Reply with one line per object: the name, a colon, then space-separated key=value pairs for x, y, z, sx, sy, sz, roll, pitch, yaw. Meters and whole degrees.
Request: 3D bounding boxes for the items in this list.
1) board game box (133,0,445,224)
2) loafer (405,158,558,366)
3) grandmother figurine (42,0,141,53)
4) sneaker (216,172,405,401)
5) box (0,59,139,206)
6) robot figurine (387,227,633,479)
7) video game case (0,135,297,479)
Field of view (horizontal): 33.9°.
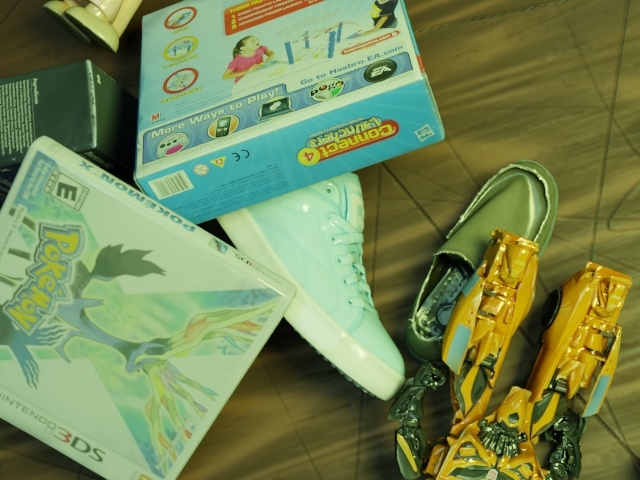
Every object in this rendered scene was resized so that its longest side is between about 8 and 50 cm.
board game box: x=-0.044 y=-0.183 z=1.147 sx=0.308 sy=0.086 sz=0.302 roll=-18 pitch=43 yaw=10
loafer: x=0.174 y=0.023 z=1.125 sx=0.094 sy=0.087 sz=0.251 roll=29 pitch=87 yaw=17
grandmother figurine: x=-0.197 y=-0.391 z=1.287 sx=0.208 sy=0.104 sz=0.342 roll=29 pitch=79 yaw=41
sneaker: x=0.000 y=0.000 z=1.149 sx=0.150 sy=0.135 sz=0.366 roll=-40 pitch=73 yaw=7
box: x=-0.330 y=-0.122 z=1.246 sx=0.207 sy=0.153 sz=0.108 roll=-10 pitch=77 yaw=13
robot figurine: x=0.193 y=0.147 z=1.061 sx=0.211 sy=0.085 sz=0.291 roll=19 pitch=95 yaw=-6
video game case: x=-0.230 y=0.098 z=1.110 sx=0.300 sy=0.036 sz=0.329 roll=31 pitch=116 yaw=-4
